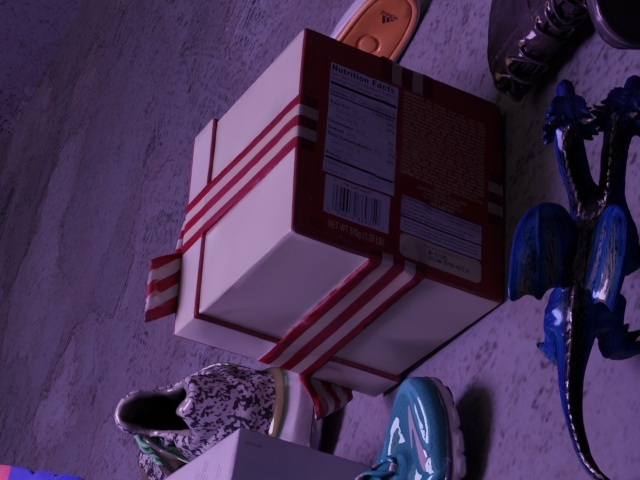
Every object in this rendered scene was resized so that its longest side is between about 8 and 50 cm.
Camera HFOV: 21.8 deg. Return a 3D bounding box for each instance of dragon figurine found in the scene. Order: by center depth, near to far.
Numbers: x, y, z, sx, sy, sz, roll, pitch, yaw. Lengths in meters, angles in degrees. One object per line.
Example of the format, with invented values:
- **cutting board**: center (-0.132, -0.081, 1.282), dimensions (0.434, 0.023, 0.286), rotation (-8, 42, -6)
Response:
- **dragon figurine**: center (0.186, 0.022, 1.189), dimensions (0.085, 0.144, 0.289), rotation (4, 63, 23)

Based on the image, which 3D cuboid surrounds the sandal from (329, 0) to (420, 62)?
- **sandal**: center (0.023, -0.162, 1.824), dimensions (0.265, 0.102, 0.076), rotation (-59, 22, 25)

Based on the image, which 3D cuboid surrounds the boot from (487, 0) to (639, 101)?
- **boot**: center (0.215, -0.198, 1.429), dimensions (0.229, 0.091, 0.263), rotation (123, 159, -46)

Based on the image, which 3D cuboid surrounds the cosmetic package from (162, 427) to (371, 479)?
- **cosmetic package**: center (-0.107, 0.338, 1.653), dimensions (0.365, 0.155, 0.197), rotation (-39, 37, 56)

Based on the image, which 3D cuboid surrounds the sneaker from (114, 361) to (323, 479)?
- **sneaker**: center (-0.146, 0.195, 1.830), dimensions (0.410, 0.182, 0.158), rotation (-31, 45, 60)

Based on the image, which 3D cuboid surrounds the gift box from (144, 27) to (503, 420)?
- **gift box**: center (0.000, 0.000, 1.539), dimensions (0.258, 0.255, 0.276), rotation (-40, 33, 50)

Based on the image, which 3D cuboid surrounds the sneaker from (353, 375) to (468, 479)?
- **sneaker**: center (0.046, 0.245, 1.416), dimensions (0.107, 0.110, 0.275), rotation (12, 83, 69)

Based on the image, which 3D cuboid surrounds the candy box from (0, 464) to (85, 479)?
- **candy box**: center (-0.295, 0.428, 1.878), dimensions (0.317, 0.122, 0.268), rotation (69, -152, -64)
